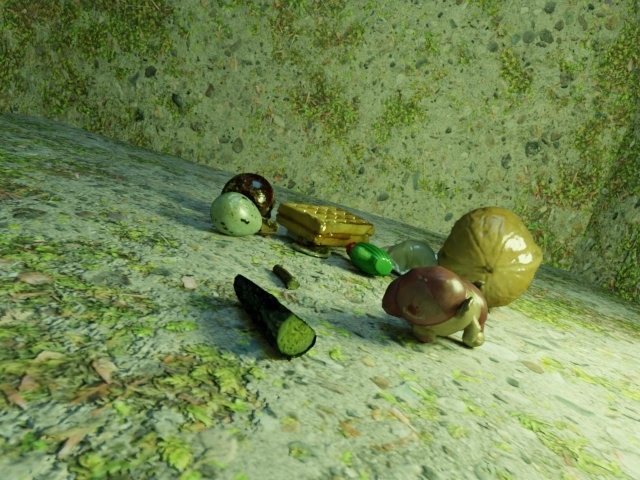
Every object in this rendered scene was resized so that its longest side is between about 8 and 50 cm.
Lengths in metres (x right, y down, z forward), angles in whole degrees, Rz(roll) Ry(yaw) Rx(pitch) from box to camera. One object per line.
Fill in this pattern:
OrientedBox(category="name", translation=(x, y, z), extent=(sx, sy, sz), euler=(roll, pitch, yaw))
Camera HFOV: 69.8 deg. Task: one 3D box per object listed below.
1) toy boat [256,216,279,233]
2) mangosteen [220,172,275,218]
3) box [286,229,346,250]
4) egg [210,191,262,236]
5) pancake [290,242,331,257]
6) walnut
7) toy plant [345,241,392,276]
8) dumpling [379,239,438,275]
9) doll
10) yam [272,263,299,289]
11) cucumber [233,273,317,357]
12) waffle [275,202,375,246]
OrientedBox(category="toy boat", translation=(-0.236, -0.061, 1.469), extent=(0.206, 0.064, 0.072), euler=(14, -6, -12))
OrientedBox(category="mangosteen", translation=(-0.242, -0.130, 1.607), extent=(0.192, 0.192, 0.217), euler=(24, -19, 37))
OrientedBox(category="box", translation=(0.000, -0.001, 1.633), extent=(0.221, 0.032, 0.122), euler=(10, 13, -38))
OrientedBox(category="egg", translation=(-0.246, -0.075, 1.362), extent=(0.164, 0.131, 0.131), euler=(17, 8, -34))
OrientedBox(category="pancake", translation=(-0.024, 0.030, 1.460), extent=(0.116, 0.022, 0.130), euler=(22, 16, 28))
OrientedBox(category="walnut", translation=(0.519, 0.047, 1.414), extent=(0.334, 0.332, 0.333), euler=(16, 10, -3))
OrientedBox(category="toy plant", translation=(0.152, 0.057, 1.428), extent=(0.155, 0.088, 0.240), euler=(29, -1, 0))
OrientedBox(category="dumpling", translation=(0.305, 0.071, 1.541), extent=(0.216, 0.126, 0.166), euler=(30, 37, -4))
OrientedBox(category="doll", translation=(0.243, 0.136, 0.954), extent=(0.196, 0.152, 0.256), euler=(-14, -25, 32))
OrientedBox(category="yam", translation=(-0.087, 0.080, 1.073), extent=(0.033, 0.027, 0.129), euler=(12, 10, -30))
OrientedBox(category="cucumber", translation=(-0.093, 0.123, 0.762), extent=(0.078, 0.062, 0.211), euler=(50, -16, -32))
OrientedBox(category="waffle", translation=(0.020, -0.055, 1.604), extent=(0.224, 0.098, 0.328), euler=(26, 16, 35))
